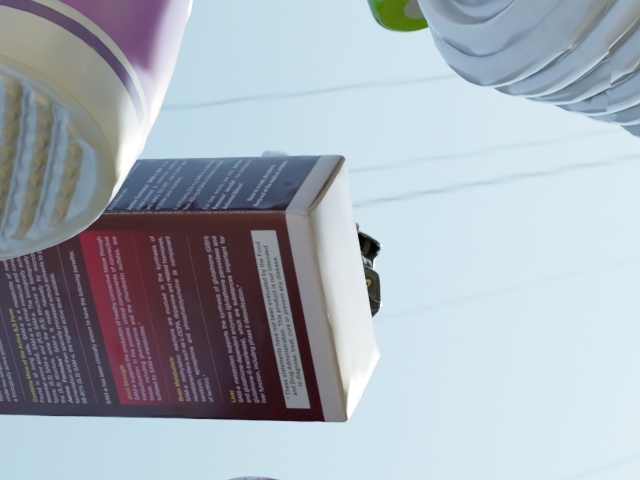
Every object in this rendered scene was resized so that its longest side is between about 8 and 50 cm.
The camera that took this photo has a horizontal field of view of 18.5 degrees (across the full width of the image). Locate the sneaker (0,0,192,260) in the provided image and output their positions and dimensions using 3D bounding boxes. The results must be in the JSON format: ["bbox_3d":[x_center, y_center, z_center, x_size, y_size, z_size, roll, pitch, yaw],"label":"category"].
[{"bbox_3d":[-0.159,-0.060,0.605,0.161,0.282,0.102,-75,-31,-41],"label":"sneaker"}]

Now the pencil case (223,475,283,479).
[{"bbox_3d":[-0.094,0.288,1.016,0.386,0.160,0.167,-51,-30,-52],"label":"pencil case"}]

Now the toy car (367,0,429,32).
[{"bbox_3d":[0.003,-0.216,0.996,0.188,0.149,0.155,11,-130,-40],"label":"toy car"}]

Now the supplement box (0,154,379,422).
[{"bbox_3d":[-0.098,0.026,1.067,0.073,0.239,0.130,-60,-35,-56],"label":"supplement box"}]

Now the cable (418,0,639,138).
[{"bbox_3d":[0.093,-0.153,0.475,0.089,0.257,0.257,11,-96,-14],"label":"cable"}]

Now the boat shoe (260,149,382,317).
[{"bbox_3d":[0.000,0.000,1.211,0.083,0.183,0.065,4,-115,-1],"label":"boat shoe"}]
